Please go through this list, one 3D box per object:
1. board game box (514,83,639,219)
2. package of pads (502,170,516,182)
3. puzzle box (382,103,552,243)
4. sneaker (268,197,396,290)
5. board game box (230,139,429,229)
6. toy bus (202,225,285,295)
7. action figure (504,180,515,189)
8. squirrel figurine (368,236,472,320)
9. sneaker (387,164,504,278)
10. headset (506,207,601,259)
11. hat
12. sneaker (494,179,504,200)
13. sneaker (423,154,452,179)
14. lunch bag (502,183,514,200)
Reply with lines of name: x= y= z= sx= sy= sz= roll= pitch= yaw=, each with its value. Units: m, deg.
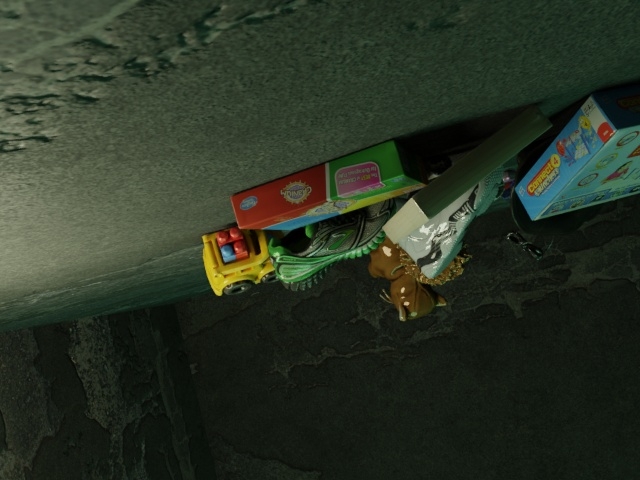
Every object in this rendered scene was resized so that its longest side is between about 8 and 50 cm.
board game box: x=0.595 y=-0.181 z=1.220 sx=0.308 sy=0.086 sz=0.302 roll=-13 pitch=154 yaw=-19
package of pads: x=0.552 y=-0.188 z=1.870 sx=0.050 sy=0.032 sz=0.083 roll=-7 pitch=171 yaw=-42
puzzle box: x=0.262 y=-0.110 z=1.212 sx=0.272 sy=0.052 sz=0.409 roll=-38 pitch=176 yaw=-5
sneaker: x=0.033 y=-0.021 z=1.467 sx=0.343 sy=0.146 sz=0.134 roll=-35 pitch=-139 yaw=-7
board game box: x=0.027 y=-0.094 z=1.161 sx=0.316 sy=0.064 sz=0.242 roll=-17 pitch=175 yaw=20
toy bus: x=-0.182 y=0.021 z=1.517 sx=0.220 sy=0.149 sz=0.211 roll=-16 pitch=159 yaw=-11
action figure: x=0.634 y=-0.165 z=1.861 sx=0.139 sy=0.091 sz=0.280 roll=-49 pitch=-179 yaw=-9
squirrel figurine: x=0.292 y=0.070 z=1.995 sx=0.281 sy=0.370 sz=0.397 roll=-12 pitch=174 yaw=-27
sneaker: x=0.296 y=-0.092 z=1.560 sx=0.137 sy=0.210 sz=0.366 roll=-27 pitch=149 yaw=-49
headset: x=0.722 y=-0.119 z=1.869 sx=0.394 sy=0.185 sz=0.243 roll=-57 pitch=-177 yaw=-13
hat: x=0.549 y=-0.165 z=1.436 sx=0.331 sy=0.331 sz=0.134 roll=-14 pitch=-140 yaw=-17
sneaker: x=0.371 y=-0.137 z=1.690 sx=0.279 sy=0.107 sz=0.118 roll=-15 pitch=-166 yaw=32
sneaker: x=0.206 y=-0.139 z=1.285 sx=0.135 sy=0.052 sz=0.058 roll=-14 pitch=179 yaw=-10
lunch bag: x=0.661 y=-0.177 z=2.105 sx=0.065 sy=0.067 sz=0.098 roll=-19 pitch=172 yaw=36
